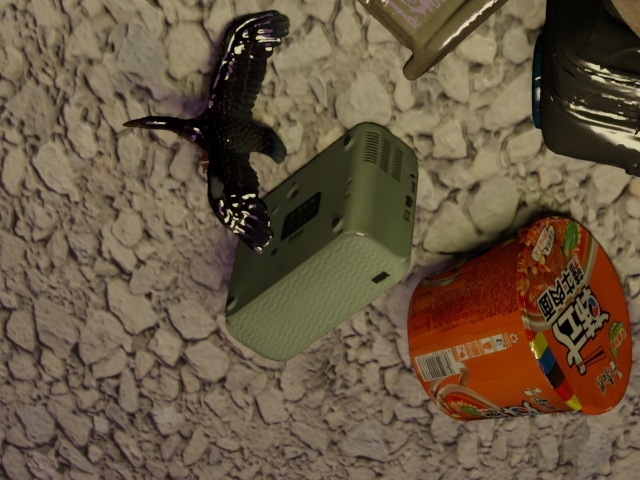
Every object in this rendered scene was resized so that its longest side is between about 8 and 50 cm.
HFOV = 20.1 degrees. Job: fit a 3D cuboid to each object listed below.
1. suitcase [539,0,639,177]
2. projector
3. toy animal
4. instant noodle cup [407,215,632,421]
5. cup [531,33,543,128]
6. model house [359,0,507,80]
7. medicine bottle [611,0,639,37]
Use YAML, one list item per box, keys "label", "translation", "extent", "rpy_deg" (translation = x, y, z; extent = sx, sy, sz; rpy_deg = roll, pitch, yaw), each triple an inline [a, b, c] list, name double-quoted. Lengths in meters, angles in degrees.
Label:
- label: "suitcase"
  translation: [0.393, -0.198, 1.806]
  extent: [0.345, 0.339, 0.188]
  rpy_deg: [11, 140, -1]
- label: "projector"
  translation: [0.000, 0.000, 2.178]
  extent: [0.108, 0.198, 0.250]
  rpy_deg: [34, 130, -23]
- label: "toy animal"
  translation: [-0.128, -0.115, 2.124]
  extent: [0.197, 0.272, 0.160]
  rpy_deg: [-1, 171, 4]
- label: "instant noodle cup"
  translation: [0.238, 0.110, 2.229]
  extent: [0.192, 0.250, 0.250]
  rpy_deg: [-18, 130, 36]
- label: "cup"
  translation: [0.307, -0.192, 2.008]
  extent: [0.138, 0.150, 0.113]
  rpy_deg: [2, 171, 11]
- label: "model house"
  translation: [0.117, -0.290, 1.925]
  extent: [0.188, 0.122, 0.229]
  rpy_deg: [42, 114, -13]
- label: "medicine bottle"
  translation: [0.415, -0.307, 1.640]
  extent: [0.322, 0.151, 0.151]
  rpy_deg: [-36, 131, -12]
